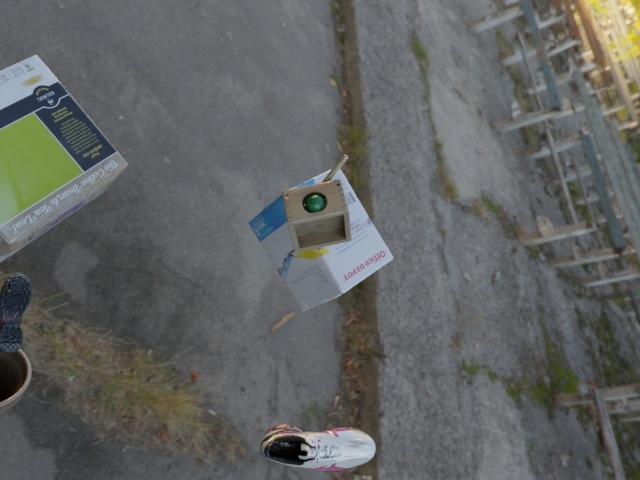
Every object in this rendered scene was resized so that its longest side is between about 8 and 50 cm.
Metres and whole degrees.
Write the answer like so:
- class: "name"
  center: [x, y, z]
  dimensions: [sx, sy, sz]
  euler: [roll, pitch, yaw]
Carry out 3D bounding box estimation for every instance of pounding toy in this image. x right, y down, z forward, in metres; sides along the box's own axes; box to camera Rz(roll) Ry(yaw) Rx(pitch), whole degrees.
- class: "pounding toy"
  center: [0.000, -0.065, 1.007]
  dimensions: [0.141, 0.130, 0.100]
  euler: [80, -2, -60]

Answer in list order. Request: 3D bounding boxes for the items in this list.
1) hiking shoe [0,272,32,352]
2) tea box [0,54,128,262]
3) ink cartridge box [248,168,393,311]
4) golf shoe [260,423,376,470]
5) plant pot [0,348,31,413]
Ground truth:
- class: "hiking shoe"
  center: [-0.894, 0.205, 1.568]
  dimensions: [0.086, 0.114, 0.227]
  euler: [20, 67, -46]
- class: "tea box"
  center: [-0.697, -0.182, 1.261]
  dimensions: [0.324, 0.220, 0.329]
  euler: [53, 53, -11]
- class: "ink cartridge box"
  center: [0.000, 0.000, 1.366]
  dimensions: [0.198, 0.197, 0.270]
  euler: [-30, 88, -39]
- class: "golf shoe"
  center: [-0.003, 0.338, 0.878]
  dimensions: [0.086, 0.185, 0.068]
  euler: [74, 16, -86]
- class: "plant pot"
  center: [-1.044, 0.461, 1.673]
  dimensions: [0.262, 0.229, 0.263]
  euler: [22, 35, -16]
